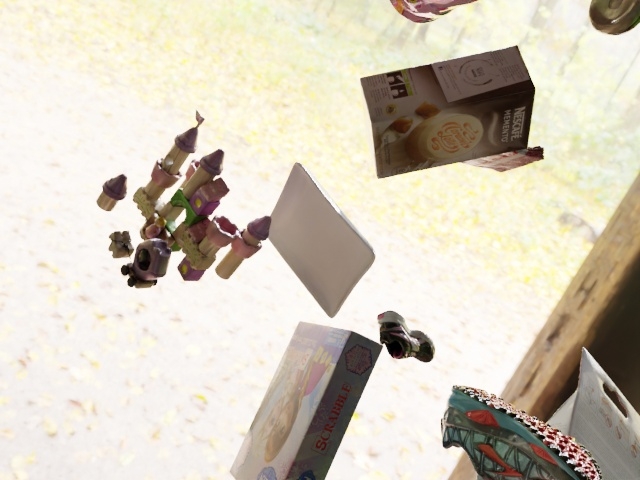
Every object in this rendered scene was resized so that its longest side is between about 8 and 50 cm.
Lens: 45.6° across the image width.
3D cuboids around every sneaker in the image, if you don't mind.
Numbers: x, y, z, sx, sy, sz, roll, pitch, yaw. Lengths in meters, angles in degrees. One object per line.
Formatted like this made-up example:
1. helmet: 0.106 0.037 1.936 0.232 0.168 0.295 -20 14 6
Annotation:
1. sneaker: 0.174 0.224 1.609 0.178 0.072 0.077 36 49 -31
2. sneaker: 0.283 0.315 1.105 0.104 0.125 0.262 15 8 -41

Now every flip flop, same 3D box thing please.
1. flip flop: 0.386 -0.400 0.948 0.080 0.277 0.112 9 12 -26

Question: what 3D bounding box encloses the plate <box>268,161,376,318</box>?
1. plate: 0.000 0.000 1.687 0.045 0.277 0.278 -26 70 -35

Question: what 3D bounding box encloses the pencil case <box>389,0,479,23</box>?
1. pencil case: 0.191 -0.336 0.907 0.124 0.124 0.284 16 -2 -28

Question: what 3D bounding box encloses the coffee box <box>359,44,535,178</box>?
1. coffee box: 0.194 -0.196 1.179 0.246 0.141 0.098 -12 56 2

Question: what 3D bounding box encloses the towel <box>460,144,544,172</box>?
1. towel: 0.388 -0.242 2.000 0.329 0.037 0.237 11 -7 -15

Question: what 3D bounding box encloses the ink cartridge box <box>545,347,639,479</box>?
1. ink cartridge box: 0.613 0.485 1.718 0.308 0.091 0.385 48 44 -19

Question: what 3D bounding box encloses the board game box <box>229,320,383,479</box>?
1. board game box: -0.036 0.300 1.311 0.066 0.318 0.318 27 -11 -13

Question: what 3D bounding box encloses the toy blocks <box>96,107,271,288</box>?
1. toy blocks: -0.274 -0.087 1.598 0.309 0.260 0.288 -2 50 -53
